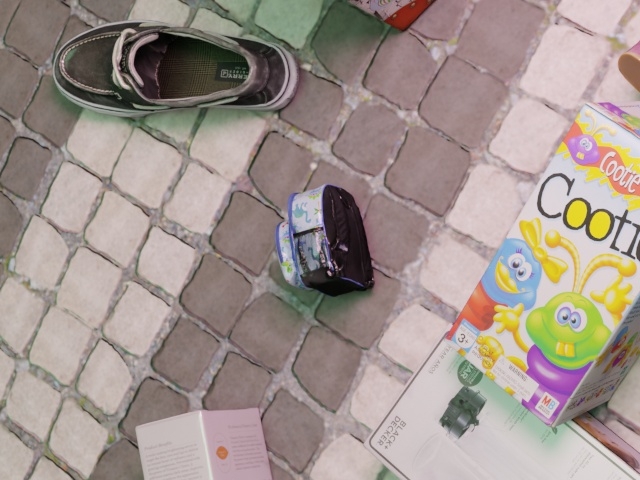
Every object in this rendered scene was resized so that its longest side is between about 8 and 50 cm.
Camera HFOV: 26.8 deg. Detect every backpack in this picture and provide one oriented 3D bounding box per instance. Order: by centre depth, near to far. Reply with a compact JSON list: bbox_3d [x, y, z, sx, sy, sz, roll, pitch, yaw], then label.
[{"bbox_3d":[0.000,0.000,1.476,0.084,0.105,0.114,-14,74,24],"label":"backpack"}]

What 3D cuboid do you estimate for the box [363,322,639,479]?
[{"bbox_3d":[0.207,0.235,1.361,0.290,0.087,0.169,38,102,25],"label":"box"}]

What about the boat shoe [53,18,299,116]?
[{"bbox_3d":[-0.191,-0.212,1.582,0.335,0.119,0.121,2,86,27],"label":"boat shoe"}]

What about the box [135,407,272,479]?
[{"bbox_3d":[-0.121,0.279,1.497,0.091,0.130,0.170,-17,77,25],"label":"box"}]

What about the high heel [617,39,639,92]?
[{"bbox_3d":[0.409,-0.128,1.317,0.117,0.082,0.244,-40,76,-25],"label":"high heel"}]

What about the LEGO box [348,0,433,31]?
[{"bbox_3d":[0.131,-0.478,1.305,0.500,0.372,0.193,-44,69,17],"label":"LEGO box"}]

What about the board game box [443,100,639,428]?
[{"bbox_3d":[0.265,0.019,1.289,0.142,0.144,0.275,39,115,24],"label":"board game box"}]
